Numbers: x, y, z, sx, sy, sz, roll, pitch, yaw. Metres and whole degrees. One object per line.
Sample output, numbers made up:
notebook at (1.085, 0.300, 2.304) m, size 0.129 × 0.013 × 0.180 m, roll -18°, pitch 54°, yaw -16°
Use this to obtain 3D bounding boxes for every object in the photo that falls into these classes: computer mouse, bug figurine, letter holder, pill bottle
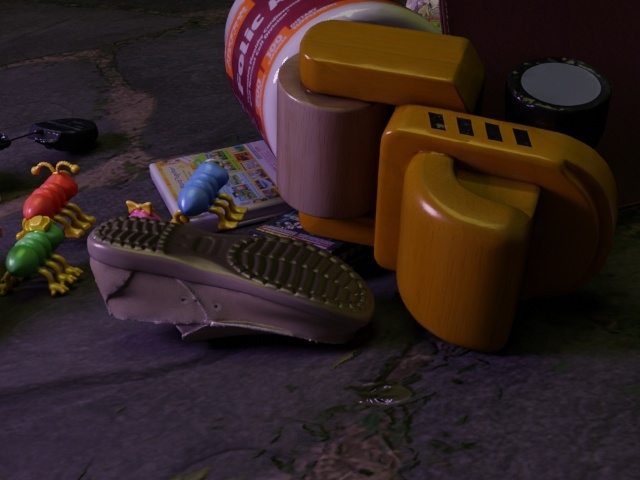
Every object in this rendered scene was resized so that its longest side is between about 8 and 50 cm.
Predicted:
computer mouse at (-0.395, -0.133, 1.567) m, size 0.071 × 0.041 × 0.242 m, roll 17°, pitch 20°, yaw 28°
bug figurine at (-0.231, -0.024, 1.234) m, size 0.279 × 0.072 × 0.216 m, roll -3°, pitch 32°, yaw 17°
letter holder at (0.233, -0.180, 1.186) m, size 0.214 × 0.301 × 0.152 m, roll -15°, pitch 19°, yaw 2°
pill bottle at (0.008, -0.205, 1.356) m, size 0.224 × 0.224 × 0.392 m, roll -12°, pitch 24°, yaw -10°

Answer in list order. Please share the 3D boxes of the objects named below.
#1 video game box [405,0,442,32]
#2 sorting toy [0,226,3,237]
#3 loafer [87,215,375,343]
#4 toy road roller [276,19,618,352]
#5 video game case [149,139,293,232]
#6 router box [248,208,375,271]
video game box at (0.195, -0.272, 1.574) m, size 0.205 × 0.187 × 0.048 m, roll 15°, pitch 3°, yaw 41°
sorting toy at (-0.498, -0.017, 1.142) m, size 0.348 × 0.047 × 0.196 m, roll -3°, pitch 19°, yaw -4°
loafer at (-0.083, 0.048, 1.041) m, size 0.269 × 0.092 × 0.102 m, roll 14°, pitch 29°, yaw 9°
toy road roller at (0.098, -0.043, 1.019) m, size 0.330 × 0.202 × 0.240 m, roll 12°, pitch 41°, yaw 13°
video game case at (-0.090, -0.072, 1.395) m, size 0.206 × 0.026 × 0.227 m, roll -13°, pitch 25°, yaw -13°
router box at (0.000, 0.000, 1.182) m, size 0.122 × 0.038 × 0.092 m, roll 15°, pitch 32°, yaw 43°
